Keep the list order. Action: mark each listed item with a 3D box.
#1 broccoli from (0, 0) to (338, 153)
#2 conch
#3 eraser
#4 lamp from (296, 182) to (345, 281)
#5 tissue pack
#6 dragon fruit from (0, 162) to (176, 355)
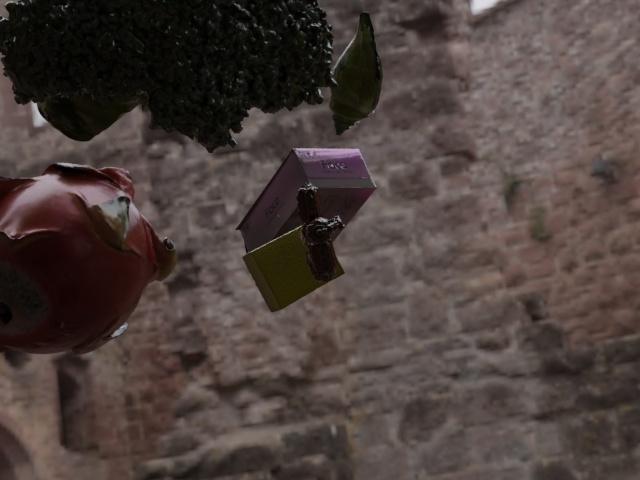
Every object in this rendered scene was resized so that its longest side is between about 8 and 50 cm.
[{"bbox_3d":[-0.174,-0.174,0.976,0.252,0.221,0.361,23,-18,-39],"label":"broccoli"},{"bbox_3d":[0.057,-0.238,1.798,0.080,0.095,0.200,-15,-31,-22],"label":"conch"},{"bbox_3d":[-0.039,0.036,1.782,0.122,0.097,0.045,-29,1,-23],"label":"eraser"},{"bbox_3d":[0.000,0.000,0.968,0.031,0.063,0.083,-12,-45,-9],"label":"lamp"},{"bbox_3d":[-0.026,-0.056,2.125,0.149,0.092,0.246,-2,-34,-35],"label":"tissue pack"},{"bbox_3d":[-0.284,0.019,1.294,0.224,0.224,0.227,-14,9,24],"label":"dragon fruit"}]
